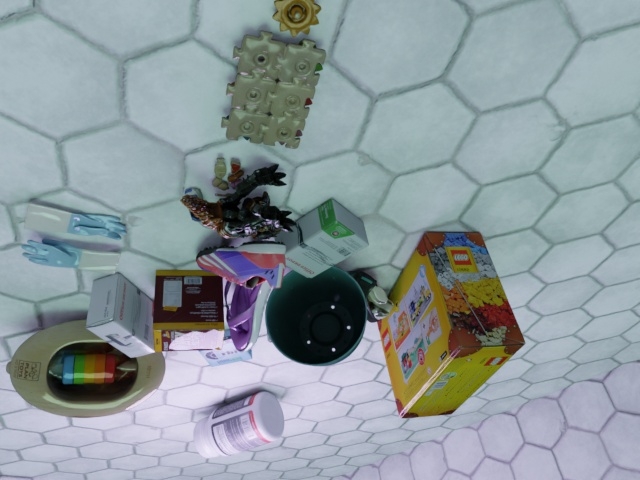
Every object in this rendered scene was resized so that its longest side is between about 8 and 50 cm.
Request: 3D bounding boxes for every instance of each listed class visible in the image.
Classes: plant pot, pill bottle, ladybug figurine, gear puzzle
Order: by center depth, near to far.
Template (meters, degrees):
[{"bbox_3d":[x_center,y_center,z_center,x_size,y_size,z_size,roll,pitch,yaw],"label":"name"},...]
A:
[{"bbox_3d":[-0.087,-0.327,1.035,0.175,0.044,0.339,5,138,-16],"label":"gear puzzle"},{"bbox_3d":[0.002,0.244,1.613,0.293,0.293,0.235,-12,158,4],"label":"plant pot"},{"bbox_3d":[-0.717,0.386,1.668,0.449,0.305,0.162,9,-177,-21],"label":"ladybug figurine"},{"bbox_3d":[-0.356,0.804,2.317,0.363,0.210,0.210,-25,141,21],"label":"pill bottle"}]

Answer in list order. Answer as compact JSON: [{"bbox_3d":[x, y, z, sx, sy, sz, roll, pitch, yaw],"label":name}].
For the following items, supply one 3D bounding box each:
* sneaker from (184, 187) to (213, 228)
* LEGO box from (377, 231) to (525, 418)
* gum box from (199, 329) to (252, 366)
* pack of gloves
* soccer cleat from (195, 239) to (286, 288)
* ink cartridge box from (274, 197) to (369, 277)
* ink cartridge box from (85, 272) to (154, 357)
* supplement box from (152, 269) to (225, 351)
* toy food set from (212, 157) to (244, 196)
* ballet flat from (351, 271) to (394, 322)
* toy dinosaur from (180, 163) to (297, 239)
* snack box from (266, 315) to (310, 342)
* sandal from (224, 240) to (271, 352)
[{"bbox_3d":[-0.298,-0.064,1.313,0.052,0.058,0.135,-14,144,6],"label":"sneaker"},{"bbox_3d":[0.361,0.271,1.643,0.193,0.372,0.500,1,142,-14],"label":"LEGO box"},{"bbox_3d":[-0.341,0.382,1.904,0.157,0.041,0.184,-12,144,3],"label":"gum box"},{"bbox_3d":[-0.614,-0.010,1.343,0.232,0.046,0.195,11,127,-29],"label":"pack of gloves"},{"bbox_3d":[-0.215,0.070,1.383,0.318,0.116,0.108,-7,171,40],"label":"soccer cleat"},{"bbox_3d":[0.000,0.000,1.440,0.208,0.087,0.153,-31,139,24],"label":"ink cartridge box"},{"bbox_3d":[-0.561,0.219,1.541,0.092,0.158,0.218,-15,142,8],"label":"ink cartridge box"},{"bbox_3d":[-0.374,0.200,1.529,0.191,0.194,0.129,1,142,-14],"label":"supplement box"},{"bbox_3d":[-0.212,-0.149,1.252,0.078,0.019,0.122,4,141,-17],"label":"toy food set"},{"bbox_3d":[0.174,0.199,1.719,0.096,0.095,0.280,16,156,32],"label":"ballet flat"},{"bbox_3d":[-0.180,-0.055,1.253,0.218,0.164,0.322,-24,180,31],"label":"toy dinosaur"},{"bbox_3d":[-0.100,0.289,1.816,0.178,0.064,0.022,-21,143,15],"label":"snack box"},{"bbox_3d":[-0.229,0.161,1.538,0.102,0.169,0.416,-5,133,-30],"label":"sandal"}]
